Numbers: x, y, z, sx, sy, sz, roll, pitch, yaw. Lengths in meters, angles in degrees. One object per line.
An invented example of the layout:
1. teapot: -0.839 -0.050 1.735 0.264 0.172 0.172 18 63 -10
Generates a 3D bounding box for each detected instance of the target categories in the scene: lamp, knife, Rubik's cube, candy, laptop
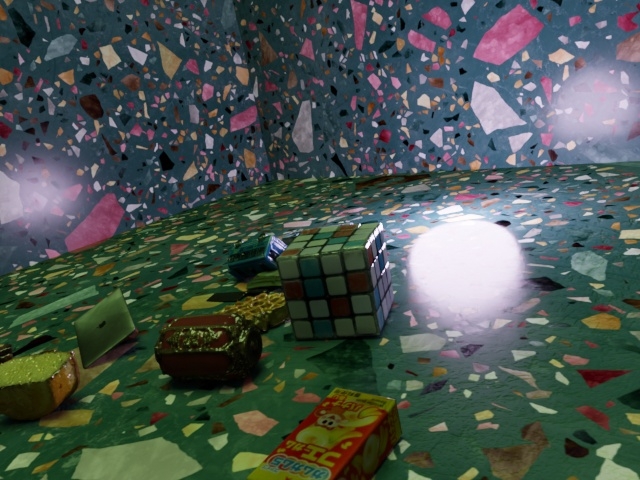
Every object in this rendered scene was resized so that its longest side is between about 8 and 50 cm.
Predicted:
1. lamp: -0.284 0.271 1.391 0.274 0.177 0.177 -8 16 22
2. knife: -0.294 0.198 1.931 0.245 0.019 0.072 -7 20 27
3. Rubik's cube: 0.052 0.109 1.541 0.253 0.256 0.259 -6 17 20
4. candy: 0.016 0.373 0.950 0.146 0.088 0.276 2 22 37
5. laptop: -0.681 0.268 1.715 0.187 0.015 0.269 -38 38 -9

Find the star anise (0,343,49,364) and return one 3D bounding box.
1. star anise: -0.958 0.394 1.545 0.349 0.109 0.292 -34 33 -31

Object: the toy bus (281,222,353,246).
1. toy bus: 0.000 0.000 2.256 0.297 0.106 0.131 -8 12 16

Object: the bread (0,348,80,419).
1. bread: -0.726 0.373 1.383 0.229 0.139 0.143 -9 18 11

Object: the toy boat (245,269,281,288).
1. toy boat: -0.139 0.140 1.944 0.293 0.055 0.093 -3 15 26

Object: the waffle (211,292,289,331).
1. waffle: -0.216 0.234 1.658 0.309 0.065 0.283 -13 13 6

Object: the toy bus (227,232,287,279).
1. toy bus: -0.242 0.064 2.074 0.246 0.113 0.134 -14 48 40

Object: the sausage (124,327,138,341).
1. sausage: -0.666 0.288 1.761 0.194 0.077 0.077 -3 18 31
